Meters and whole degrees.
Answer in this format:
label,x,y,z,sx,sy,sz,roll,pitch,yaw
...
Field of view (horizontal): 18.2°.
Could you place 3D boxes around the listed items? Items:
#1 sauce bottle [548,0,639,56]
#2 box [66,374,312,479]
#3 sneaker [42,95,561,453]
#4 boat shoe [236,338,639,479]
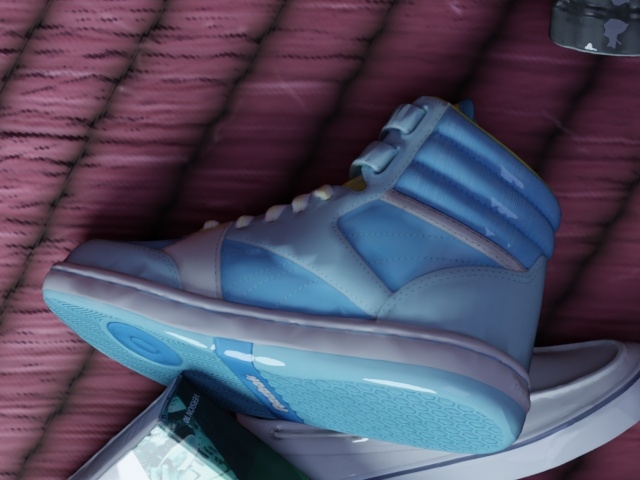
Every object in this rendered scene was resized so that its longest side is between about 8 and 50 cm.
label,x,y,z,sx,sy,sz,roll,pitch,yaw
sauce bottle,0.184,-0.278,1.130,0.111,0.111,0.344,2,106,-3
box,-0.041,0.257,1.266,0.322,0.058,0.232,39,123,-13
sneaker,0.000,0.000,1.211,0.319,0.127,0.208,12,67,22
boat shoe,0.078,0.099,1.249,0.267,0.096,0.088,-15,111,11
